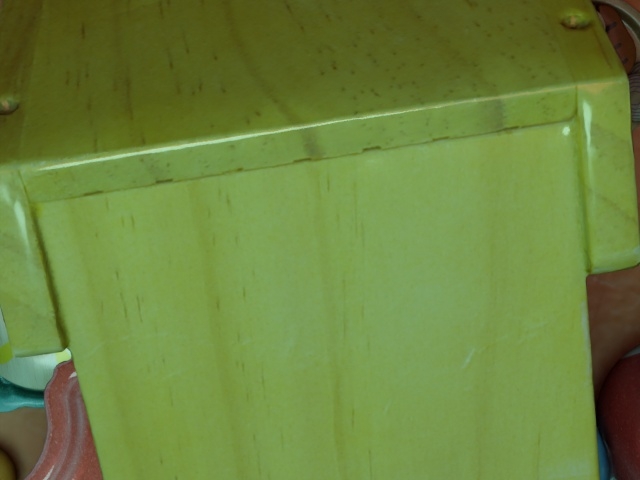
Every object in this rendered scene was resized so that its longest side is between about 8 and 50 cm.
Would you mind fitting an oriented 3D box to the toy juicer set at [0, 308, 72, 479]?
[{"bbox_3d":[-0.190,0.090,0.986,0.329,0.089,0.209,-30,89,-1],"label":"toy juicer set"}]

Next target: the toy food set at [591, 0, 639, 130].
[{"bbox_3d":[0.211,-0.132,1.017,0.192,0.038,0.132,-15,89,-1],"label":"toy food set"}]

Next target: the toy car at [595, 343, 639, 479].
[{"bbox_3d":[0.274,0.102,0.888,0.219,0.210,0.238,-17,131,-9],"label":"toy car"}]

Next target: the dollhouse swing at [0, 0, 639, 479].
[{"bbox_3d":[0.000,0.000,0.826,0.347,0.315,0.305,-9,130,1],"label":"dollhouse swing"}]

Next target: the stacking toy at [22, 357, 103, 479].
[{"bbox_3d":[-0.217,0.222,0.900,0.280,0.130,0.309,25,75,13],"label":"stacking toy"}]
